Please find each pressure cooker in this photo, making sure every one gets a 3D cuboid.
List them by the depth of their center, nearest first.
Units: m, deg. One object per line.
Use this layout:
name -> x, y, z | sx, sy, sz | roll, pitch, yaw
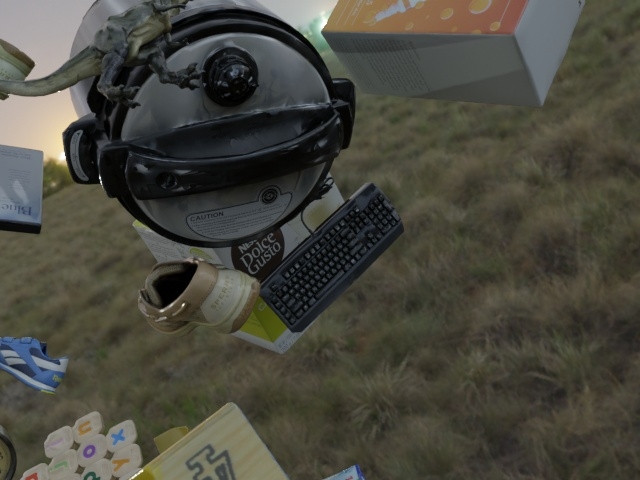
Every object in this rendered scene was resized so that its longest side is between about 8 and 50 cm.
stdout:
pressure cooker -> -0.179, -0.195, 1.088 | 0.370, 0.375, 0.420 | -49, 40, 6

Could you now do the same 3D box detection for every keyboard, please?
keyboard -> 0.000, 0.000, 1.343 | 0.317, 0.201, 0.033 | -44, 1, -19

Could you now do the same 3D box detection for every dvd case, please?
dvd case -> -0.575, -0.100, 1.234 | 0.180, 0.022, 0.253 | 7, 34, -25

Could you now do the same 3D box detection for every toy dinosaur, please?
toy dinosaur -> -0.197, -0.188, 0.729 | 0.268, 0.118, 0.064 | -38, -21, -20

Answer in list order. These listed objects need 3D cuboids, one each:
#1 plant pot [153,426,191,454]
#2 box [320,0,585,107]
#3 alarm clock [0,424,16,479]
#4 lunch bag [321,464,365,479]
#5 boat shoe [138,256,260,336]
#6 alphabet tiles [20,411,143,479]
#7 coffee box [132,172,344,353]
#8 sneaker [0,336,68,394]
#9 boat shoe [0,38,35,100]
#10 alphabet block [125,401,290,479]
plant pot -> -0.346, 0.508, 1.771 | 0.083, 0.081, 0.081 | -36, 52, -4
box -> 0.212, -0.360, 1.157 | 0.345, 0.168, 0.215 | 13, 69, 37
alarm clock -> -0.543, 0.322, 1.102 | 0.129, 0.192, 0.064 | -13, 20, -26
lunch bag -> 0.033, 0.466, 1.179 | 0.128, 0.096, 0.151 | -25, 19, 2
boat shoe -> -0.217, 0.073, 1.103 | 0.341, 0.110, 0.122 | -12, 52, 55
alphabet tiles -> -0.492, 0.506, 1.492 | 0.277, 0.021, 0.284 | -28, 54, 1
coffee box -> -0.155, 0.001, 1.670 | 0.338, 0.334, 0.337 | 12, 49, 48
sneaker -> -0.415, 0.156, 0.991 | 0.059, 0.144, 0.053 | -59, 1, -14
boat shoe -> -0.590, -0.293, 1.226 | 0.285, 0.104, 0.089 | 13, 75, 47
alphabet block -> -0.200, 0.427, 1.223 | 0.197, 0.193, 0.192 | -32, -9, -42
